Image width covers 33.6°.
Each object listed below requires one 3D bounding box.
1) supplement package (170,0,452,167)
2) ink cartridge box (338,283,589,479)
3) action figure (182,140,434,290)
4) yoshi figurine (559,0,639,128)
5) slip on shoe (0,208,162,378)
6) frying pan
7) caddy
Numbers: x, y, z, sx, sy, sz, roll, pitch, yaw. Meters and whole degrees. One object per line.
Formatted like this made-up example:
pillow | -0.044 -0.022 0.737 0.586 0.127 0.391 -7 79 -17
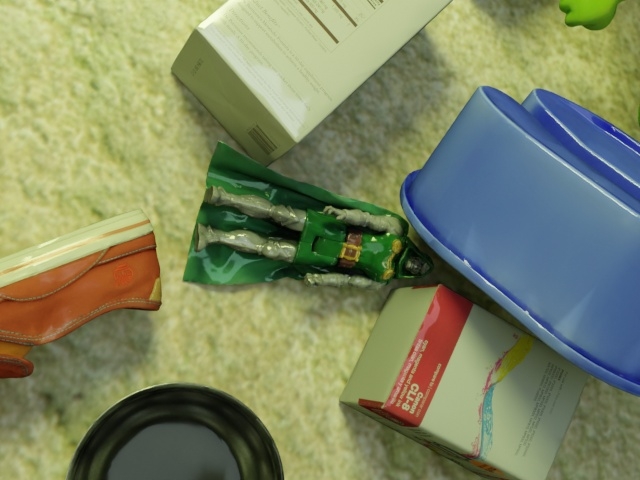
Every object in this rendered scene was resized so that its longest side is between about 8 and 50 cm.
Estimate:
supplement package | 0.002 -0.203 0.988 0.244 0.139 0.134 -44 97 -16
ink cartridge box | 0.135 0.137 1.000 0.176 0.128 0.127 29 76 -13
action figure | 0.000 0.000 0.996 0.232 0.063 0.137 11 109 -16
yoshi figurine | 0.349 -0.218 1.017 0.203 0.203 0.362 20 59 -58
slip on shoe | -0.280 0.075 0.883 0.331 0.123 0.101 -24 96 -24
frying pan | -0.152 0.284 0.933 0.197 0.053 0.326 23 80 -14
caddy | 0.230 0.006 0.957 0.341 0.179 0.241 41 29 27
